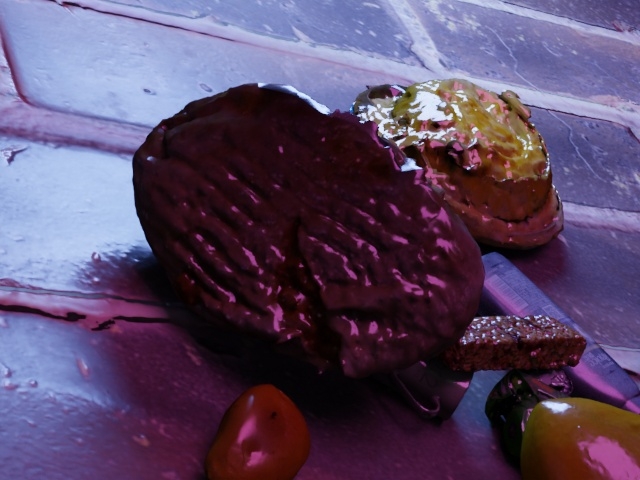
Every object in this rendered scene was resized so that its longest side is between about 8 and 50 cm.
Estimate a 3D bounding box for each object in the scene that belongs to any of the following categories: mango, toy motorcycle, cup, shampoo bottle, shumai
[{"bbox_3d":[0.313,0.258,1.288,0.332,0.142,0.195,20,55,-21],"label":"mango"},{"bbox_3d":[-0.051,0.163,1.203,0.080,0.060,0.114,52,31,3],"label":"mango"},{"bbox_3d":[0.211,0.178,1.402,0.106,0.074,0.190,5,40,-21],"label":"toy motorcycle"},{"bbox_3d":[0.088,0.130,1.386,0.083,0.054,0.075,27,61,-1],"label":"cup"},{"bbox_3d":[0.238,0.106,1.542,0.234,0.049,0.087,45,35,21],"label":"shampoo bottle"},{"bbox_3d":[0.000,0.001,1.404,0.346,0.217,0.283,23,-3,16],"label":"shumai"}]

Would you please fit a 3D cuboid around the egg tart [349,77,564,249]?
[{"bbox_3d":[0.166,-0.111,1.735,0.291,0.107,0.290,23,32,-15],"label":"egg tart"}]

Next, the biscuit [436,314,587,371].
[{"bbox_3d":[0.172,0.095,1.419,0.199,0.034,0.064,2,23,-45],"label":"biscuit"}]
